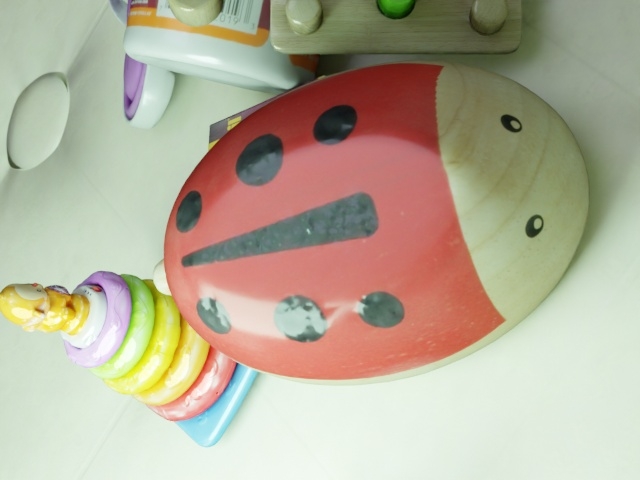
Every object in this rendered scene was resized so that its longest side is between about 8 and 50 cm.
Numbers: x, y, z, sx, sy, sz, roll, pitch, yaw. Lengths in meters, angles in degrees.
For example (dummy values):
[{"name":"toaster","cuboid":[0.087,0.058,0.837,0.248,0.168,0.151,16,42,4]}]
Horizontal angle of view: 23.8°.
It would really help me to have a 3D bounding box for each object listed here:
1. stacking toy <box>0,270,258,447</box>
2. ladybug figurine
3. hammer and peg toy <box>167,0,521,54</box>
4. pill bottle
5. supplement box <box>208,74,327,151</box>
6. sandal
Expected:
[{"name":"stacking toy","cuboid":[-0.218,0.094,1.631,0.175,0.301,0.166,33,98,48]},{"name":"ladybug figurine","cuboid":[0.027,-0.012,1.441,0.449,0.162,0.305,-19,84,22]},{"name":"hammer and peg toy","cuboid":[0.022,-0.320,1.522,0.361,0.127,0.266,1,87,2]},{"name":"pill bottle","cuboid":[-0.077,-0.376,1.711,0.224,0.224,0.392,13,91,48]},{"name":"supplement box","cuboid":[-0.037,-0.098,1.691,0.188,0.080,0.104,-19,61,40]},{"name":"sandal","cuboid":[-0.246,-0.344,1.960,0.169,0.102,0.416,132,138,-53]}]
